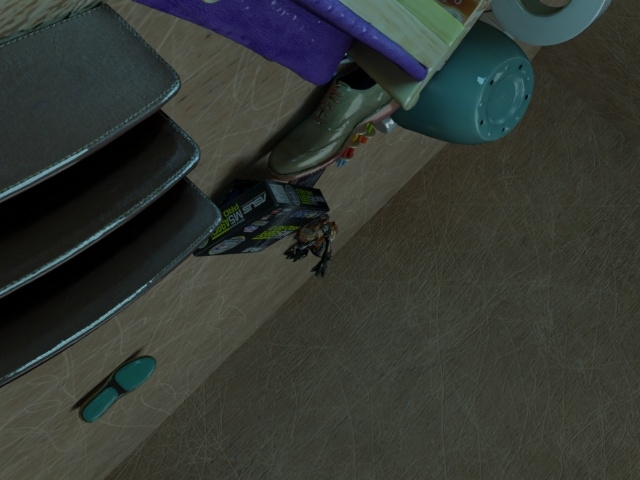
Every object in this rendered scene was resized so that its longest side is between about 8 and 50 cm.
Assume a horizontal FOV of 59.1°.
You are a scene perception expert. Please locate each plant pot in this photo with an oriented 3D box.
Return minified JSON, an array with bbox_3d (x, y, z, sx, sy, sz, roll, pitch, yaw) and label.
[{"bbox_3d":[0.329,-0.350,1.276,0.293,0.235,0.293,-22,131,-27],"label":"plant pot"}]

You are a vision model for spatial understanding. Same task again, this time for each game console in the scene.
[{"bbox_3d":[-0.155,-0.077,1.184,0.122,0.107,0.071,91,3,-78],"label":"game console"}]

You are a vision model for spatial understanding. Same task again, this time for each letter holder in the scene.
[{"bbox_3d":[-0.246,-0.037,0.500,0.302,0.214,0.152,-40,169,-32],"label":"letter holder"}]

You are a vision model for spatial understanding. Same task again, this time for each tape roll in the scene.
[{"bbox_3d":[0.554,-0.622,1.348,0.100,0.286,0.286,-37,167,-39],"label":"tape roll"}]

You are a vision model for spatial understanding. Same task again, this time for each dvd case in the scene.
[{"bbox_3d":[-0.059,-0.138,1.529,0.221,0.018,0.164,-54,170,35],"label":"dvd case"}]

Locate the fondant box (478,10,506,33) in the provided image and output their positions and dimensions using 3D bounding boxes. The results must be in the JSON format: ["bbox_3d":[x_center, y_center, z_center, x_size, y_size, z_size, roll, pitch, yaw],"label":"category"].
[{"bbox_3d":[0.498,-0.586,1.847,0.238,0.096,0.330,-36,167,-49],"label":"fondant box"}]

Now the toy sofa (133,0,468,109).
[{"bbox_3d":[-0.014,-0.238,0.575,0.177,0.150,0.362,-51,152,21],"label":"toy sofa"}]

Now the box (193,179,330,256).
[{"bbox_3d":[-0.126,-0.043,1.212,0.216,0.060,0.270,-30,169,20],"label":"box"}]

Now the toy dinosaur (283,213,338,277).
[{"bbox_3d":[0.000,0.000,2.026,0.322,0.164,0.218,0,121,-48],"label":"toy dinosaur"}]

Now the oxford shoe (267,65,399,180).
[{"bbox_3d":[0.020,-0.260,1.144,0.348,0.123,0.130,-42,147,-13],"label":"oxford shoe"}]

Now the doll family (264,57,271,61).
[{"bbox_3d":[-0.039,-0.312,0.710,0.111,0.076,0.193,-48,177,-17],"label":"doll family"}]

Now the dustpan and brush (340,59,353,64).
[{"bbox_3d":[0.104,-0.388,1.032,0.211,0.060,0.147,-51,170,33],"label":"dustpan and brush"}]

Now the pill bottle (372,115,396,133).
[{"bbox_3d":[0.215,-0.372,1.425,0.215,0.117,0.117,-46,171,-5],"label":"pill bottle"}]

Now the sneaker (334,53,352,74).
[{"bbox_3d":[0.045,-0.342,0.977,0.135,0.058,0.052,-50,170,18],"label":"sneaker"}]

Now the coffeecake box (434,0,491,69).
[{"bbox_3d":[0.220,-0.440,1.073,0.068,0.142,0.185,-34,164,-51],"label":"coffeecake box"}]

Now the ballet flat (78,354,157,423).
[{"bbox_3d":[-0.545,0.385,1.504,0.232,0.080,0.073,-39,-163,-25],"label":"ballet flat"}]

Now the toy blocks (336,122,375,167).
[{"bbox_3d":[0.096,-0.268,1.519,0.123,0.054,0.148,-38,165,-38],"label":"toy blocks"}]
